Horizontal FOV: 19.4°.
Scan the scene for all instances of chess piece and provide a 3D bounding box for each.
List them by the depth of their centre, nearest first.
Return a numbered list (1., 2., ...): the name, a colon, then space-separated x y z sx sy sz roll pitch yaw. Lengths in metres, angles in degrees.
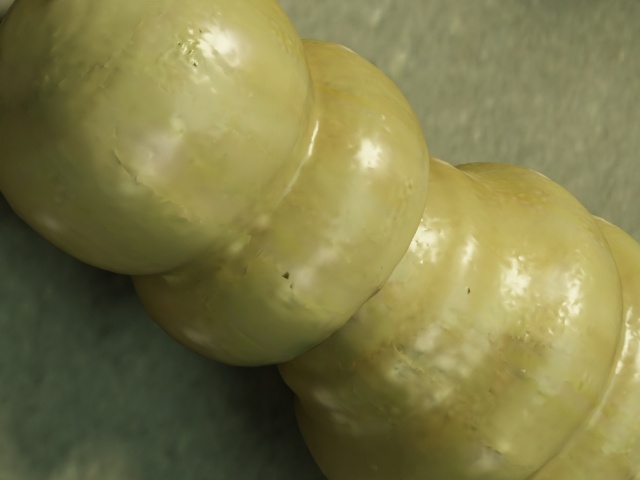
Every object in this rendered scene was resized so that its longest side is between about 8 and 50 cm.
1. chess piece: 0.000 0.000 0.624 0.261 0.142 0.143 37 72 -39
